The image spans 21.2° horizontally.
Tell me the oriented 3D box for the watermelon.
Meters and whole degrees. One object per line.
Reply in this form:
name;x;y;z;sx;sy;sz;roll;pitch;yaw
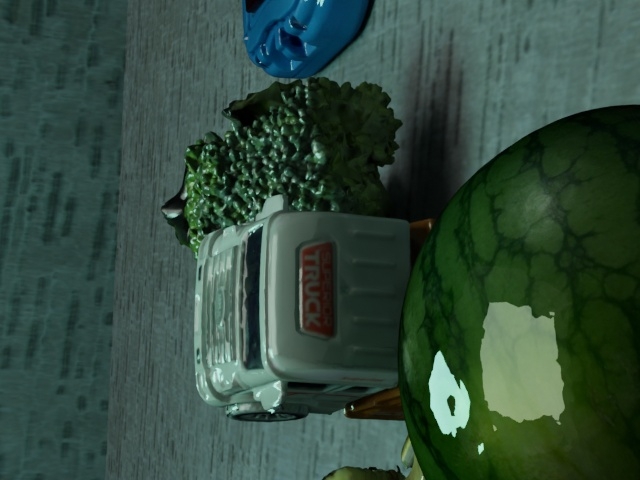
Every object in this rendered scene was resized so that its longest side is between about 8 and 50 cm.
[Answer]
watermelon;0.215;0.085;1.142;0.363;0.363;0.363;-176;90;-72

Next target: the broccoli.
broccoli;-0.011;-0.007;1.951;0.277;0.338;0.318;-30;30;36

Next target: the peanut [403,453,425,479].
peanut;0.126;0.253;1.710;0.111;0.125;0.275;-50;-33;-79

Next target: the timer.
timer;-0.026;-0.393;2.321;0.340;0.115;0.309;148;121;-68

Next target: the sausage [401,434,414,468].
sausage;0.133;0.164;1.849;0.033;0.032;0.269;-104;25;-43

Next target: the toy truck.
toy truck;0.103;0.064;1.412;0.207;0.387;0.173;153;119;-63

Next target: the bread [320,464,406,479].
bread;0.036;0.320;1.808;0.142;0.266;0.178;40;97;23
